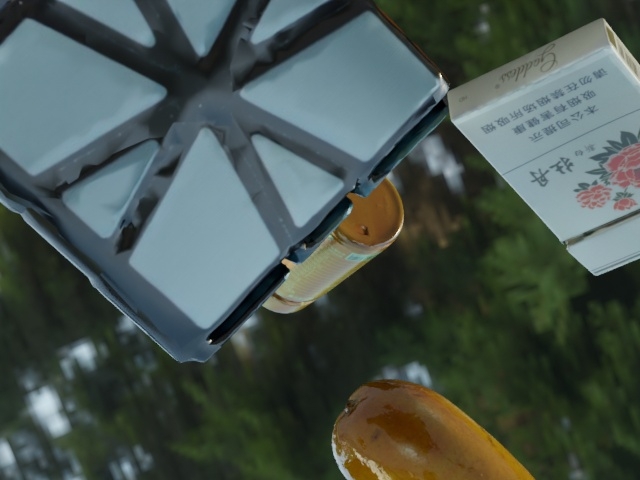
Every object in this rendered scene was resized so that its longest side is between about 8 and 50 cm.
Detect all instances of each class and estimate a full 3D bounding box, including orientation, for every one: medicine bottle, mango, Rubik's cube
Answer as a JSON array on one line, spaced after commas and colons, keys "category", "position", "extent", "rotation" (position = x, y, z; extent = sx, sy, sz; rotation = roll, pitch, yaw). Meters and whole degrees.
[{"category": "medicine bottle", "position": [0.000, 0.000, 1.961], "extent": [0.096, 0.096, 0.192], "rotation": [-31, 174, -36]}, {"category": "mango", "position": [0.109, 0.201, 1.667], "extent": [0.219, 0.145, 0.112], "rotation": [28, -105, 25]}, {"category": "Rubik's cube", "position": [-0.116, -0.126, 1.420], "extent": [0.288, 0.293, 0.283], "rotation": [-47, -161, 0]}]

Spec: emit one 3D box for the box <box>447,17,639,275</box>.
[{"category": "box", "position": [0.173, -0.052, 1.191], "extent": [0.109, 0.198, 0.029], "rotation": [-24, -132, 23]}]
